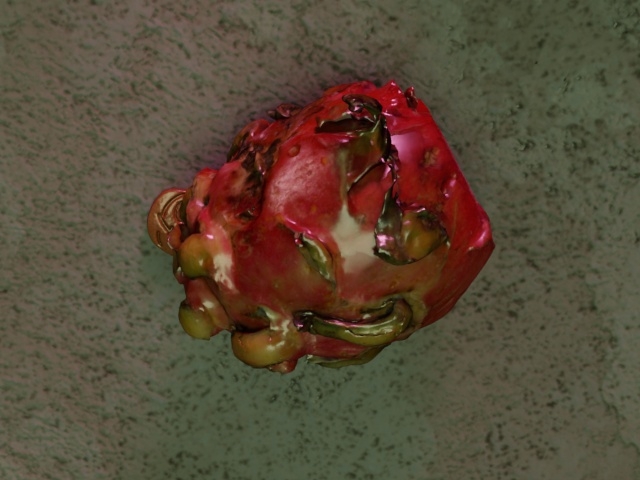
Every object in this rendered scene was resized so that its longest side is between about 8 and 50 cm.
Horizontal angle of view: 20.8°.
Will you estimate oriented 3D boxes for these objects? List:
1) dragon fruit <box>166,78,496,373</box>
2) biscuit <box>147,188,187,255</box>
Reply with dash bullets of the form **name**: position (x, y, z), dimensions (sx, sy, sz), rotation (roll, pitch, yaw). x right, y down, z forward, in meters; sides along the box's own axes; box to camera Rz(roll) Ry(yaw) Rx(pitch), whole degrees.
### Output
- **dragon fruit**: position (0.000, 0.000, 1.582), dimensions (0.291, 0.269, 0.250), rotation (-24, 100, 0)
- **biscuit**: position (-0.122, -0.017, 1.688), dimensions (0.091, 0.015, 0.078), rotation (19, 107, -11)
